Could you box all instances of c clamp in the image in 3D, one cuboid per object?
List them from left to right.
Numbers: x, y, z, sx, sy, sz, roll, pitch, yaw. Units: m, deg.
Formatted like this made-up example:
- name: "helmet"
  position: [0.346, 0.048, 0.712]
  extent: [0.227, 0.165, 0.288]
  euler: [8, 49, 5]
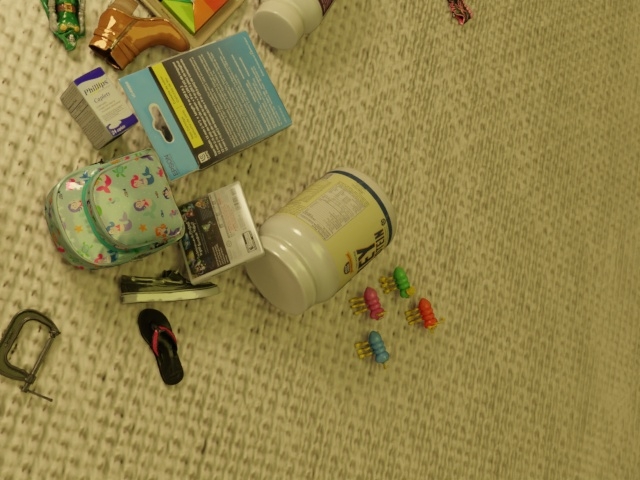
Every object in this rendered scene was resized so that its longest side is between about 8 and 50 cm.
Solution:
- name: "c clamp"
  position: [-0.570, 0.222, 1.443]
  extent: [0.137, 0.022, 0.160]
  euler: [24, 71, -22]

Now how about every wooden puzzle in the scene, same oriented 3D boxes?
- name: "wooden puzzle"
  position: [-0.311, -0.597, 1.727]
  extent: [0.221, 0.044, 0.238]
  euler: [45, 61, -19]

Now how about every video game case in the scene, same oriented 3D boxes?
- name: "video game case"
  position: [-0.228, -0.018, 1.602]
  extent: [0.173, 0.022, 0.190]
  euler: [-22, 67, 3]

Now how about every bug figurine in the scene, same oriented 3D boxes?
- name: "bug figurine"
  position: [0.198, 0.193, 1.914]
  extent: [0.279, 0.072, 0.216]
  euler: [-29, 98, -32]

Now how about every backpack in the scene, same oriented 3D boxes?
- name: "backpack"
  position: [-0.421, -0.058, 1.492]
  extent: [0.253, 0.191, 0.225]
  euler: [-22, 95, -29]

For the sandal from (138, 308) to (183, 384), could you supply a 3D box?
- name: "sandal"
  position: [-0.338, 0.228, 1.578]
  extent: [0.067, 0.040, 0.179]
  euler: [-24, 96, -33]

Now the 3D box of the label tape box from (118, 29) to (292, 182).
- name: "label tape box"
  position: [-0.269, -0.302, 1.668]
  extent: [0.348, 0.115, 0.249]
  euler: [-31, 99, -30]

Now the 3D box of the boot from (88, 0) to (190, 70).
- name: "boot"
  position: [-0.405, -0.438, 1.626]
  extent: [0.197, 0.073, 0.152]
  euler: [28, 66, -13]

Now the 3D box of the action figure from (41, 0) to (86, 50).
- name: "action figure"
  position: [-0.546, -0.519, 1.554]
  extent: [0.137, 0.063, 0.232]
  euler: [-8, 90, -37]

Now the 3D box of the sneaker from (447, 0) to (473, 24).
- name: "sneaker"
  position: [0.414, -0.709, 2.220]
  extent: [0.119, 0.047, 0.057]
  euler: [44, 73, -18]

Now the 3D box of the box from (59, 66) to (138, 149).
- name: "box"
  position: [-0.464, -0.275, 1.525]
  extent: [0.072, 0.126, 0.137]
  euler: [-41, 105, -29]

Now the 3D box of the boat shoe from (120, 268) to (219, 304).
- name: "boat shoe"
  position: [-0.324, 0.098, 1.586]
  extent: [0.219, 0.078, 0.070]
  euler: [-1, 84, -31]

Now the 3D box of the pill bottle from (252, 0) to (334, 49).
- name: "pill bottle"
  position: [-0.046, -0.628, 1.829]
  extent: [0.169, 0.169, 0.301]
  euler: [40, 63, -22]

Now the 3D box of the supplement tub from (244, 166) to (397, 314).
- name: "supplement tub"
  position: [0.000, 0.000, 1.718]
  extent: [0.325, 0.235, 0.235]
  euler: [-41, 105, -31]
